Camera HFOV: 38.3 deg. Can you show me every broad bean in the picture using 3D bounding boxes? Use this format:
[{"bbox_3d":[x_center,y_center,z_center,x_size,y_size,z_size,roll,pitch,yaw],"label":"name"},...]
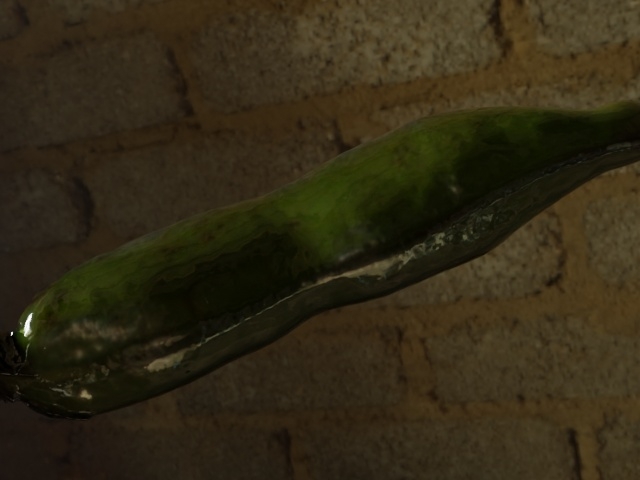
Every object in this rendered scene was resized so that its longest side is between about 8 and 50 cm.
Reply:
[{"bbox_3d":[0.000,0.000,0.372,0.339,0.061,0.077,-23,12,-11],"label":"broad bean"}]
